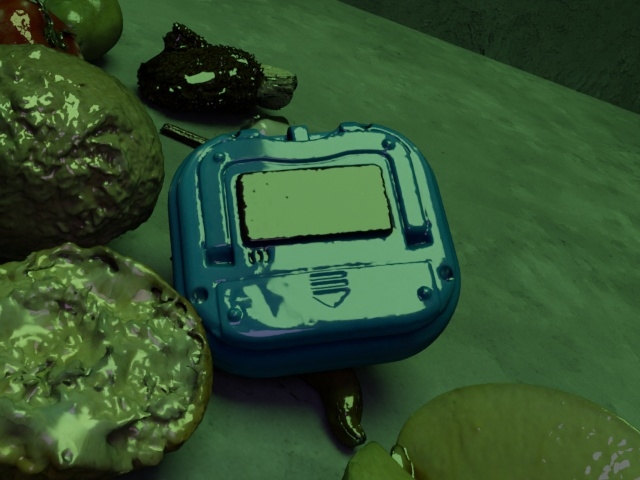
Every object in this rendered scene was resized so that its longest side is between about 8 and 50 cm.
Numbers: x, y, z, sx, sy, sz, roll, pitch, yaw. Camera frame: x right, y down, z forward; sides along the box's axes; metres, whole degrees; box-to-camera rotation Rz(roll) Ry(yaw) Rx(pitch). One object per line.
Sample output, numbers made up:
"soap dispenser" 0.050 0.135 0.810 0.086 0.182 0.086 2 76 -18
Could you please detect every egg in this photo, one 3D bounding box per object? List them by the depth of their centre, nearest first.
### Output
"egg" -0.340 -0.104 0.890 0.310 0.279 0.279 0 24 17

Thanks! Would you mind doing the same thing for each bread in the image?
"bread" -0.238 0.123 0.704 0.274 0.149 0.274 19 35 -14

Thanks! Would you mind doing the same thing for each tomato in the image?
"tomato" -0.479 -0.299 1.217 0.187 0.151 0.187 60 16 -29

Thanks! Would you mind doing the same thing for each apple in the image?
"apple" 0.148 0.282 0.639 0.257 0.234 0.295 26 43 33

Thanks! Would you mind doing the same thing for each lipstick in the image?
"lipstick" -0.204 -0.171 1.349 0.176 0.027 0.027 23 29 1

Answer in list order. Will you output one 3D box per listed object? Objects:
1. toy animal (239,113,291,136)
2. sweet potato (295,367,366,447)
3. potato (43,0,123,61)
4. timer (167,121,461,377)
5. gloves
"toy animal" 0.000 0.000 1.064 0.257 0.194 0.357 -15 57 -45
"sweet potato" -0.016 0.152 0.912 0.081 0.062 0.233 -33 62 -31
"potato" -0.461 -0.416 1.439 0.157 0.157 0.194 17 28 -13
"timer" -0.010 -0.001 0.902 0.339 0.115 0.309 -5 63 -9
"gloves" -0.212 -0.327 1.490 0.312 0.135 0.210 -14 50 -45
